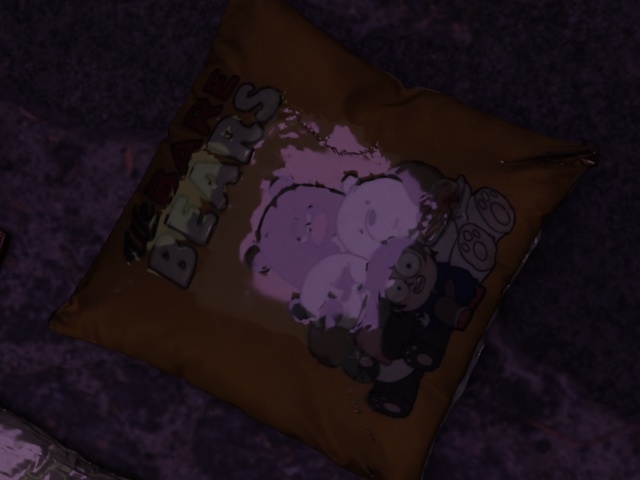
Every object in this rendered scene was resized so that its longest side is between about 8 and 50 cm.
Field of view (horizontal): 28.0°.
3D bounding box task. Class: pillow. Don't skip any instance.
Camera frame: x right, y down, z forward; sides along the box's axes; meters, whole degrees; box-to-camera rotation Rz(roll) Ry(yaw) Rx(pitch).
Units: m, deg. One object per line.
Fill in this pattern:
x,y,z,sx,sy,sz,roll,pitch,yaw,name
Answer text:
-0.234,0.216,1.007,0.230,0.050,0.148,29,86,13,pillow
0.000,0.000,0.949,0.312,0.119,0.310,28,94,8,pillow

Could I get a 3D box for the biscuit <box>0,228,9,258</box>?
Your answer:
-0.295,0.012,1.047,0.092,0.016,0.082,-26,78,5,biscuit
